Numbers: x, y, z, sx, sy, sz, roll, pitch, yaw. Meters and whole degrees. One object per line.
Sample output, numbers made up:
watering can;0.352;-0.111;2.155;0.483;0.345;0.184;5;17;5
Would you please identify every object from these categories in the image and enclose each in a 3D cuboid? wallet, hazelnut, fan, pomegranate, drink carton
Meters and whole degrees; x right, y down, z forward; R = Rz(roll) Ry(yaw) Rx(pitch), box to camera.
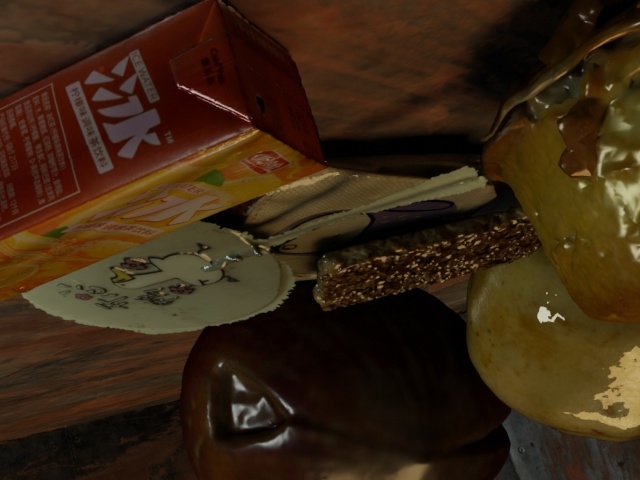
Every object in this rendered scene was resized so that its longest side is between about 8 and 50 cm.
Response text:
wallet;-0.002;-0.003;0.771;0.274;0.068;0.335;-9;166;-25
hazelnut;0.025;0.239;1.132;0.429;0.402;0.402;12;155;-29
fan;-0.068;0.014;0.661;0.414;0.012;0.233;-19;151;30
pomegranate;0.331;0.071;0.996;0.332;0.333;0.332;-16;169;-3
drink carton;-0.118;-0.034;0.428;0.222;0.071;0.096;-21;168;17

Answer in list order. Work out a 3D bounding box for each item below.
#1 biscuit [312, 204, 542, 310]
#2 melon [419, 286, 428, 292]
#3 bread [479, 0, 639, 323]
biscuit;0.106;0.015;0.778;0.230;0.025;0.131;-14;160;-7
melon;0.123;0.087;1.333;0.093;0.139;0.202;-40;166;0
bread;0.292;-0.067;0.551;0.358;0.204;0.336;-3;158;-47
